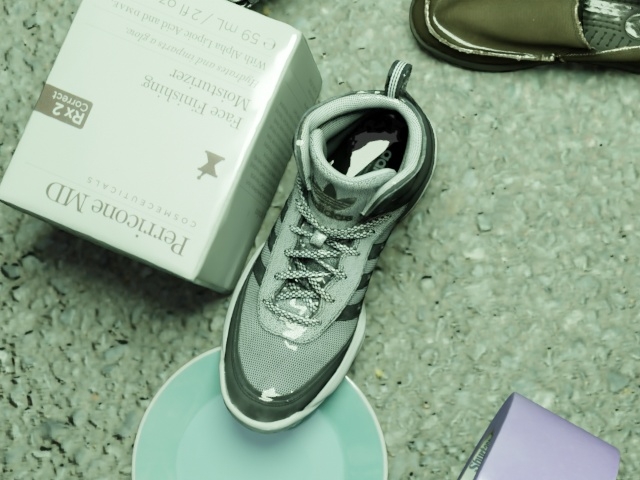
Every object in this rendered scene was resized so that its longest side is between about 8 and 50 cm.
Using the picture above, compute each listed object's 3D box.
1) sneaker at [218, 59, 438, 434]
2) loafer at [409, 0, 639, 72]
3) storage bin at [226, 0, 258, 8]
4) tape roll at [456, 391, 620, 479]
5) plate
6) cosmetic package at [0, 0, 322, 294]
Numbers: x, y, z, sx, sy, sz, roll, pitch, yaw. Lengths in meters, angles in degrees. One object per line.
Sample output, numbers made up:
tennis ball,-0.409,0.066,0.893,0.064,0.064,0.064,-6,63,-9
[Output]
sneaker,0.000,0.000,0.926,0.101,0.153,0.268,24,78,9
loafer,0.175,-0.169,0.981,0.220,0.078,0.080,2,84,4
storage bin,-0.037,-0.265,0.980,0.180,0.084,0.122,-36,114,1
tape roll,0.117,0.201,0.890,0.080,0.189,0.189,28,87,7
plate,-0.044,0.167,0.989,0.188,0.024,0.188,0,84,4
cosmetic package,-0.107,-0.075,0.955,0.151,0.151,0.183,22,86,7
